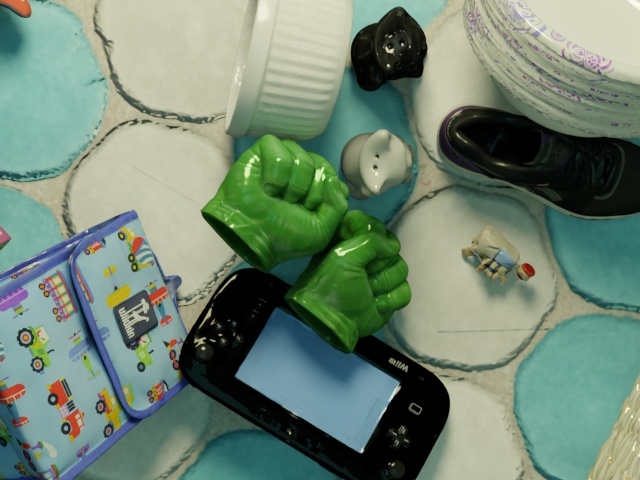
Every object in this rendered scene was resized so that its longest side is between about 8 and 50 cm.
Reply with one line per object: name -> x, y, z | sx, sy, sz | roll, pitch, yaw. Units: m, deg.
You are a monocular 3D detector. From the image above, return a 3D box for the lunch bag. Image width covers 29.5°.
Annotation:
lunch bag -> -0.271, 0.114, 1.390 | 0.293, 0.138, 0.220 | -34, 106, -42

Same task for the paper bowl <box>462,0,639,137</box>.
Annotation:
paper bowl -> 0.297, -0.230, 1.362 | 0.284, 0.148, 0.284 | 8, 50, -10

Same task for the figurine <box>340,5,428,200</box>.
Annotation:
figurine -> 0.074, -0.150, 1.375 | 0.092, 0.209, 0.214 | 6, 93, 1

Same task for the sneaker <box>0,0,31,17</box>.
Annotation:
sneaker -> -0.491, -0.211, 1.424 | 0.350, 0.131, 0.148 | -37, 101, 7

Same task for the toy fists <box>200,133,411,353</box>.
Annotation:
toy fists -> 0.000, 0.000, 1.378 | 0.279, 0.096, 0.142 | 46, 74, -26

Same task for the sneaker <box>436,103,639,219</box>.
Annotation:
sneaker -> 0.276, -0.087, 1.418 | 0.283, 0.124, 0.107 | 13, 93, 0

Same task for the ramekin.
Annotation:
ramekin -> -0.035, -0.209, 1.382 | 0.109, 0.207, 0.207 | 12, 92, -8

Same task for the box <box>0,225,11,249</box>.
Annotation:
box -> -0.525, 0.005, 1.402 | 0.243, 0.117, 0.213 | -41, 92, 19

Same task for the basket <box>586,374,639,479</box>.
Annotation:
basket -> 0.501, 0.264, 1.346 | 0.331, 0.266, 0.328 | 26, 92, -7

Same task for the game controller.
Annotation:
game controller -> -0.005, 0.168, 1.449 | 0.319, 0.067, 0.166 | 32, 79, -1

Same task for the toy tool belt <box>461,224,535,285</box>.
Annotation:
toy tool belt -> 0.213, 0.026, 1.466 | 0.083, 0.052, 0.051 | 44, 123, 2
